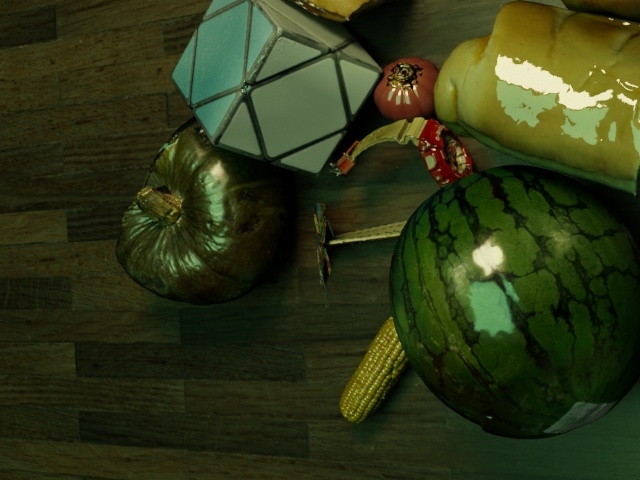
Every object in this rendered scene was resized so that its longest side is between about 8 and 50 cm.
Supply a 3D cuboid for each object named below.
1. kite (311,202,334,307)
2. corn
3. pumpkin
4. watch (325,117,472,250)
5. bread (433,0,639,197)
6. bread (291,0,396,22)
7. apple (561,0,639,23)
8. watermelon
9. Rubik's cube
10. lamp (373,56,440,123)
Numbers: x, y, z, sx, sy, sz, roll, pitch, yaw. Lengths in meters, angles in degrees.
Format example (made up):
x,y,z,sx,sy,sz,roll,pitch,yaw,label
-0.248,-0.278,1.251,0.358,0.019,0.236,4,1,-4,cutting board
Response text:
x,y,z,sx,sy,sz,roll,pitch,yaw,label
0.000,0.000,1.745,0.183,0.010,0.160,93,167,-45,kite
0.093,0.193,1.716,0.068,0.068,0.207,40,110,23,corn
-0.175,-0.026,1.769,0.232,0.242,0.325,42,117,31,pumpkin
0.095,-0.081,1.669,0.268,0.102,0.165,-16,115,30,watch
0.320,-0.189,1.435,0.341,0.300,0.210,21,98,32,bread
-0.004,-0.432,1.653,0.262,0.204,0.162,29,134,24,bread
0.388,-0.360,1.450,0.182,0.182,0.155,15,90,30,apple
0.260,0.074,1.460,0.363,0.363,0.363,2,93,31,watermelon
-0.068,-0.248,1.678,0.205,0.207,0.205,-56,40,21,Rubik's cube
0.131,-0.221,1.658,0.107,0.092,0.107,-7,60,11,lamp
